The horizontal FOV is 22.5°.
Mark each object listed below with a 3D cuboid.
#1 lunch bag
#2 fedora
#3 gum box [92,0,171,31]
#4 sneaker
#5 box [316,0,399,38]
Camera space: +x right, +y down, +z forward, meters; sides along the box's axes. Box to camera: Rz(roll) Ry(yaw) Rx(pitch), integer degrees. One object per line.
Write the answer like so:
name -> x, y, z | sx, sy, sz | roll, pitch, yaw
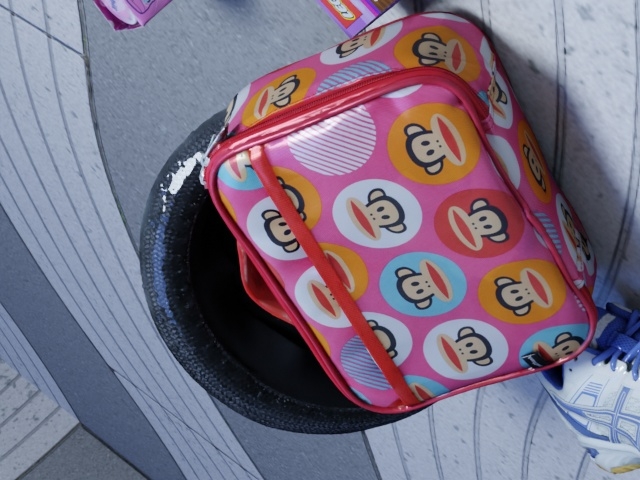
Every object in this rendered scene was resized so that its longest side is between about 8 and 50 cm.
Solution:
lunch bag -> 0.050, -0.010, 1.218 | 0.258, 0.120, 0.293 | -19, 122, 23
fedora -> 0.000, 0.000, 1.380 | 0.334, 0.334, 0.152 | 55, -173, -25
gum box -> -0.176, -0.280, 1.322 | 0.188, 0.107, 0.062 | 54, 158, -20
sneaker -> 0.249, 0.110, 1.241 | 0.131, 0.112, 0.296 | 48, 159, -6
box -> -0.026, -0.287, 1.094 | 0.293, 0.057, 0.201 | 47, 160, -5
